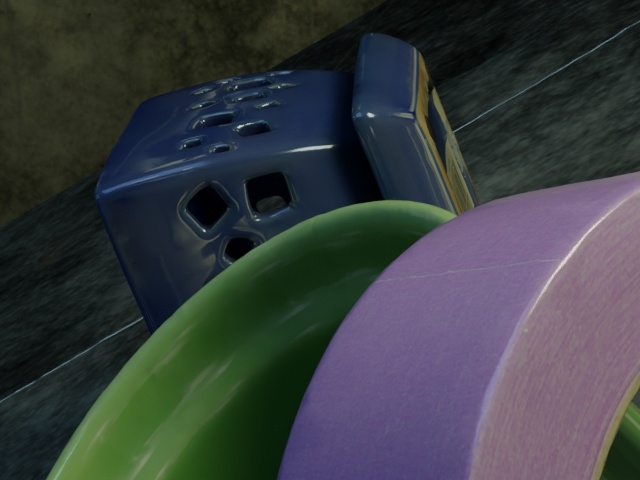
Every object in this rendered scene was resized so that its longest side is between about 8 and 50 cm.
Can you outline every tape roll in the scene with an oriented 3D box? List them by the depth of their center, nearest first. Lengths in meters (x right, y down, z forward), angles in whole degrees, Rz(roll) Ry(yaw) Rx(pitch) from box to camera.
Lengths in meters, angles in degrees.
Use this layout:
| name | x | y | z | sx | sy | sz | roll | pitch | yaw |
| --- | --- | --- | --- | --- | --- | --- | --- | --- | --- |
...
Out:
| name | x | y | z | sx | sy | sz | roll | pitch | yaw |
| --- | --- | --- | --- | --- | --- | --- | --- | --- | --- |
| tape roll | 0.116 | 0.115 | 0.608 | 0.275 | 0.275 | 0.090 | -41 | 19 | -34 |

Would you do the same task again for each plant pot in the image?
| name | x | y | z | sx | sy | sz | roll | pitch | yaw |
| --- | --- | --- | --- | --- | --- | --- | --- | --- | --- |
| plant pot | 0.000 | 0.000 | 1.284 | 0.212 | 0.236 | 0.236 | -20 | 18 | 10 |

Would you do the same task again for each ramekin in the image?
| name | x | y | z | sx | sy | sz | roll | pitch | yaw |
| --- | --- | --- | --- | --- | --- | --- | --- | --- | --- |
| ramekin | 0.011 | 0.148 | 0.773 | 0.303 | 0.148 | 0.303 | -35 | 33 | 27 |
